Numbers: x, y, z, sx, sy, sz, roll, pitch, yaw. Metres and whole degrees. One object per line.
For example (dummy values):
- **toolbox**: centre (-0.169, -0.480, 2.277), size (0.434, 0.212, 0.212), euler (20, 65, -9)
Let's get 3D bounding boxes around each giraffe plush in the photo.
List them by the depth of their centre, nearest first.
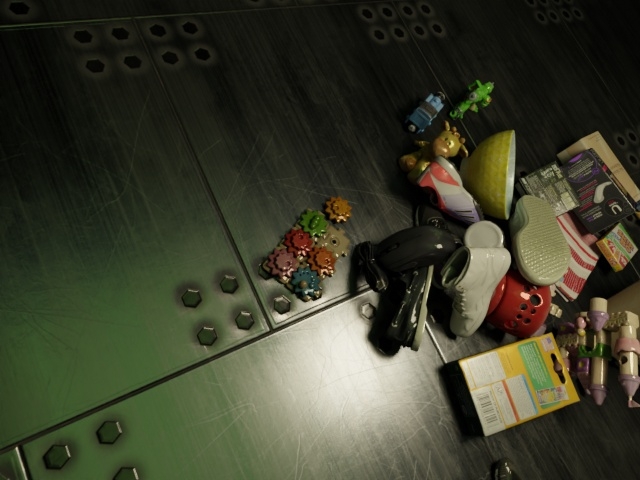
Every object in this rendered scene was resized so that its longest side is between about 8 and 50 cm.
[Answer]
- **giraffe plush**: centre (0.383, -0.278, 1.536), size (0.181, 0.170, 0.210), euler (35, 59, -6)

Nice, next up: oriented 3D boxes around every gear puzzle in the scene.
- **gear puzzle**: centre (0.000, 0.000, 1.324), size (0.175, 0.044, 0.339), euler (39, 59, -4)

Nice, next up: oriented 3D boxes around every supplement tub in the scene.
- **supplement tub**: centre (0.503, 0.015, 1.450), size (0.117, 0.190, 0.116), euler (-6, 75, 22)

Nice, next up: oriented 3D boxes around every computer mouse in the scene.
- **computer mouse**: centre (0.239, 0.025, 1.307), size (0.272, 0.072, 0.188), euler (-17, 46, 0)

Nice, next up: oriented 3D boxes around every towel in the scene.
- **towel**: centre (0.877, 0.034, 1.698), size (0.237, 0.037, 0.329), euler (48, 59, 2)

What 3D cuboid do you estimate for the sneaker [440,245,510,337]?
- **sneaker**: centre (0.386, 0.140, 1.318), size (0.169, 0.292, 0.108), euler (6, 25, -26)

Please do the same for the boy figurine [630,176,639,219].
- **boy figurine**: centre (1.331, -0.129, 1.934), size (0.285, 0.092, 0.177), euler (34, 57, -4)

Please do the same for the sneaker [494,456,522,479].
- **sneaker**: centre (0.524, 0.685, 1.226), size (0.078, 0.106, 0.234), euler (1, 68, -24)

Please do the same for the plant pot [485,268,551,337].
- **plant pot**: centre (0.549, 0.170, 1.411), size (0.174, 0.191, 0.191), euler (24, 61, -6)

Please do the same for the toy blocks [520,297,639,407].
- **toy blocks**: centre (0.782, 0.347, 1.383), size (0.309, 0.288, 0.260), euler (24, 65, -14)

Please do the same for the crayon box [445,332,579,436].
- **crayon box**: centre (0.540, 0.401, 1.344), size (0.323, 0.083, 0.203), euler (-11, 73, -17)

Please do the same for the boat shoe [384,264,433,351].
- **boat shoe**: centre (0.246, 0.139, 1.335), size (0.113, 0.127, 0.339), euler (11, 62, 9)

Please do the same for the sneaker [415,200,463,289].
- **sneaker**: centre (0.381, -0.003, 1.445), size (0.107, 0.124, 0.283), euler (-2, 69, -25)

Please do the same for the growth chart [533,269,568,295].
- **growth chart**: centre (0.762, 0.077, 1.608), size (0.172, 0.021, 0.237), euler (44, 62, 1)

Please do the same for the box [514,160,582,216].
- **box**: centre (0.801, -0.165, 1.690), size (0.147, 0.077, 0.180), euler (-27, 79, 0)

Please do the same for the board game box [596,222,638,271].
- **board game box**: centre (1.115, 0.019, 1.782), size (0.259, 0.039, 0.124), euler (-22, 79, -45)

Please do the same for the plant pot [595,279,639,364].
- **plant pot**: centre (1.071, 0.251, 1.517), size (0.334, 0.305, 0.333), euler (15, 55, -23)

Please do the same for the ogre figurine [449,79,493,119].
- **ogre figurine**: centre (0.561, -0.519, 1.747), size (0.197, 0.118, 0.096), euler (-14, 75, -27)

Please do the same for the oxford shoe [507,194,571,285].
- **oxford shoe**: centre (0.665, 0.012, 1.488), size (0.169, 0.130, 0.449), euler (22, 36, 4)

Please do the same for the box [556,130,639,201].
- **box**: centre (1.089, -0.254, 1.862), size (0.148, 0.121, 0.311), euler (-26, 80, -31)

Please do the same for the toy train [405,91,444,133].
- **toy train**: centre (0.366, -0.443, 1.637), size (0.080, 0.105, 0.184), euler (43, 59, -2)

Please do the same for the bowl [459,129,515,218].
- **bowl**: centre (0.548, -0.216, 1.573), size (0.156, 0.289, 0.289), euler (4, 58, 26)

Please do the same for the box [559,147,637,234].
- **box**: centre (0.991, -0.182, 1.738), size (0.143, 0.165, 0.270), euler (-19, 74, -53)

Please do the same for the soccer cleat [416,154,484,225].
- **soccer cleat**: centre (0.411, -0.128, 1.497), size (0.116, 0.108, 0.318), euler (-41, 128, 6)
